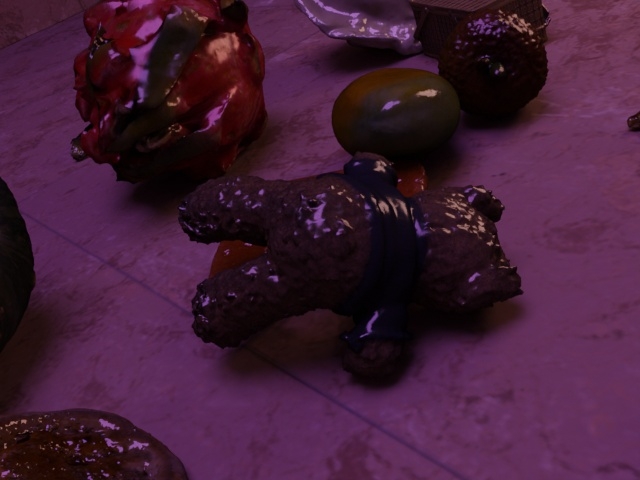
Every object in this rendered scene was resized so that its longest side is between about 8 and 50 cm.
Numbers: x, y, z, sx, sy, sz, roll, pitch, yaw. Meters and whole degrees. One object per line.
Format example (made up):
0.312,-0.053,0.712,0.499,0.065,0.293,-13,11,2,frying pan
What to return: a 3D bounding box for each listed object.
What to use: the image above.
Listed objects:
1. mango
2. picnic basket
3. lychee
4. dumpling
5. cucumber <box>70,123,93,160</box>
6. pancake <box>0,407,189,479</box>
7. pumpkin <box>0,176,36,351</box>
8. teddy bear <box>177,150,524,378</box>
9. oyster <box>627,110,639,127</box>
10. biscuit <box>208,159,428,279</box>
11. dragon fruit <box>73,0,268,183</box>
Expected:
0.073,-0.125,0.724,0.130,0.092,0.195,-7,13,9,mango
0.204,-0.290,0.946,0.115,0.079,0.164,-28,31,-14,picnic basket
0.182,-0.185,0.761,0.114,0.114,0.146,-7,13,21,lychee
0.071,-0.346,1.059,0.258,0.147,0.193,24,60,12,dumpling
-0.347,-0.168,1.127,0.034,0.033,0.135,-41,15,34,cucumber
-0.158,0.144,0.448,0.151,0.025,0.151,10,16,-3,pancake
-0.408,0.036,0.579,0.257,0.291,0.328,-33,9,26,pumpkin
0.014,0.009,0.516,0.251,0.129,0.182,-3,73,3,teddy bear
0.329,-0.127,0.657,0.093,0.034,0.051,-31,24,-10,oyster
0.000,0.000,0.641,0.192,0.036,0.186,-9,34,17,biscuit
-0.182,-0.187,0.869,0.237,0.231,0.303,-1,44,9,dragon fruit
